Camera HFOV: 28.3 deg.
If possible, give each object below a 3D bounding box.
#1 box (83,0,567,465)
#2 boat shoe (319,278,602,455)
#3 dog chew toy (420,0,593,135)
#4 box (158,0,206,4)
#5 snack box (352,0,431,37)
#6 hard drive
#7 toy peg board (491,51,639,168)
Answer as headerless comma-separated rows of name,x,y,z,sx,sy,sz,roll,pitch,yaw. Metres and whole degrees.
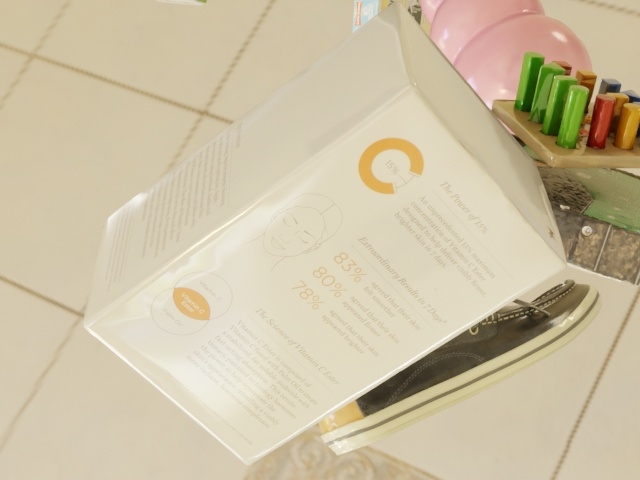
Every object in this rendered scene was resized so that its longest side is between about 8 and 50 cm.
box,0.000,0.000,1.094,0.345,0.215,0.168,-34,28,20
boat shoe,0.195,0.137,1.775,0.500,0.187,0.156,-21,81,-29
dog chew toy,0.258,-0.293,1.876,0.207,0.206,0.332,-28,62,2
box,-0.142,-0.359,0.969,0.058,0.232,0.322,15,96,29
snack box,0.143,-0.480,2.035,0.060,0.187,0.322,8,95,44
hard drive,0.215,-0.059,1.408,0.339,0.237,0.064,19,111,16
toy peg board,0.295,-0.145,1.377,0.161,0.079,0.161,-1,28,-18
